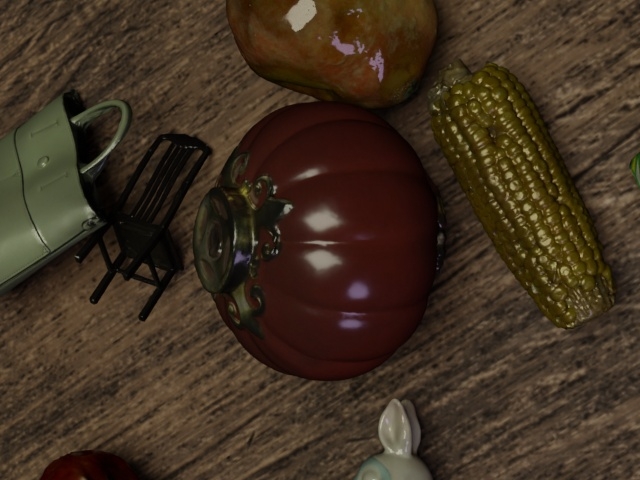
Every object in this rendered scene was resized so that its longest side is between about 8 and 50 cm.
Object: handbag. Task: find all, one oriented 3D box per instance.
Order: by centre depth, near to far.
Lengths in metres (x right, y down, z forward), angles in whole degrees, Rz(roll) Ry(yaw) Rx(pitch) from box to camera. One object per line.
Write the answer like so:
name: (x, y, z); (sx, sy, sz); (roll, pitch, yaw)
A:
handbag: (-0.335, -0.057, 1.858); (0.315, 0.109, 0.241); (-32, 44, 12)

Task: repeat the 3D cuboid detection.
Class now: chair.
chair: (-0.199, -0.021, 1.851); (0.084, 0.101, 0.212); (19, 58, 20)

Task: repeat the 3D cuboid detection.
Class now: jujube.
jujube: (-0.286, 0.363, 1.825); (0.155, 0.155, 0.230); (28, 99, 20)

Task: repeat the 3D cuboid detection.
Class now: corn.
corn: (0.214, -0.055, 1.664); (0.119, 0.119, 0.322); (-27, 81, 18)

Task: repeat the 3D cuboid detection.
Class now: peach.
peach: (0.019, -0.244, 1.699); (0.235, 0.214, 0.214); (37, 101, 11)

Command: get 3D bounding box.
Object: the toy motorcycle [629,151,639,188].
toy motorcycle: (0.375, -0.037, 1.605); (0.074, 0.106, 0.190); (-27, 78, 19)

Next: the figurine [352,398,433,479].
figurine: (0.068, 0.304, 1.710); (0.155, 0.127, 0.235); (-21, 75, 29)

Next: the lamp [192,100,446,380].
lamp: (0.000, 0.000, 1.664); (0.303, 0.257, 0.303); (1, 92, 62)
